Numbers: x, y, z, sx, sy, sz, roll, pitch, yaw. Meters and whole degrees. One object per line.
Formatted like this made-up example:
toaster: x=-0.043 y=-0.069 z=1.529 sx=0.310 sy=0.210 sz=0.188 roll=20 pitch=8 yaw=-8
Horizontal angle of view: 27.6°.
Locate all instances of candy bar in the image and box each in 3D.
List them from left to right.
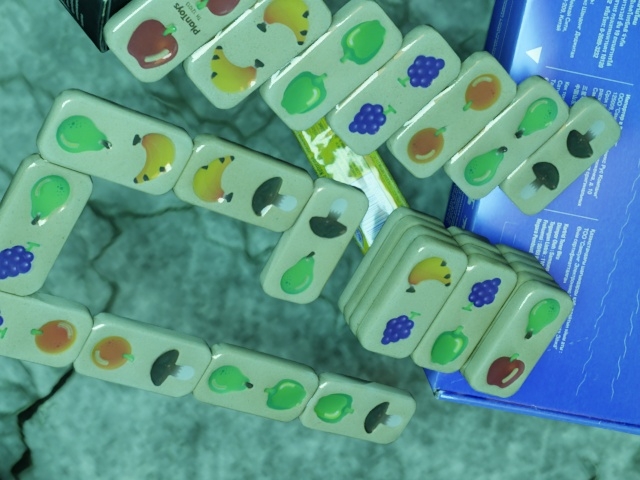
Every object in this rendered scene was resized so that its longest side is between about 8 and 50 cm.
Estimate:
candy bar: x=0.009 y=-0.045 z=0.656 sx=0.040 sy=0.018 sz=0.161 roll=-30 pitch=91 yaw=3

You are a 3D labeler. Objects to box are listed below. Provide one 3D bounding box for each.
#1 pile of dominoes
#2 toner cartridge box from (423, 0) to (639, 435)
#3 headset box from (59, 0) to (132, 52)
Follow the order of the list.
pile of dominoes: x=0.000 y=0.000 z=0.537 sx=0.251 sy=0.040 sz=0.196 roll=18 pitch=113 yaw=-33
toner cartridge box: x=0.166 y=-0.081 z=0.643 sx=0.165 sy=0.075 sz=0.347 roll=11 pitch=102 yaw=-7
headset box: x=-0.080 y=-0.264 z=0.509 sx=0.246 sy=0.131 sz=0.283 roll=-40 pitch=96 yaw=-9
